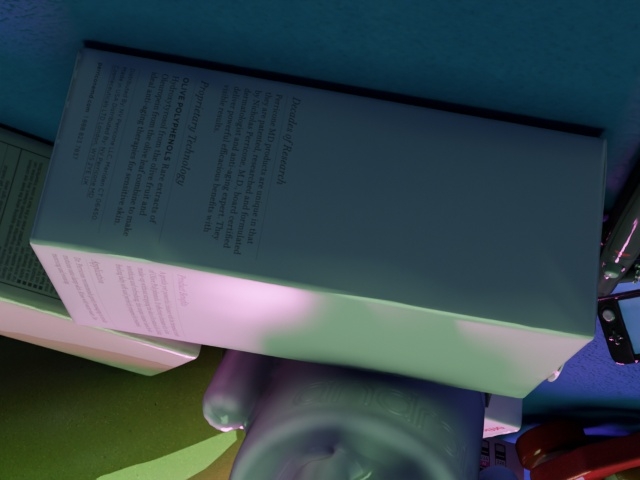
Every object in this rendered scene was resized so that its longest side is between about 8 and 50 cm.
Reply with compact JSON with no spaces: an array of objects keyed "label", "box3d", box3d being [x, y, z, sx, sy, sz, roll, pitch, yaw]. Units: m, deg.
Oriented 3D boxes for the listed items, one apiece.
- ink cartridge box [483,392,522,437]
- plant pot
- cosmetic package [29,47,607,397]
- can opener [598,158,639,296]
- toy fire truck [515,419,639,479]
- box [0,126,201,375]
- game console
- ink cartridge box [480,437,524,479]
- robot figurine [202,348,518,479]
[{"label":"ink cartridge box","box3d":[0.142,0.185,1.233,0.175,0.072,0.127,19,156,-22]},{"label":"plant pot","box3d":[-0.176,0.183,1.047,0.293,0.275,0.275,-21,146,25]},{"label":"cosmetic package","box3d":[0.000,0.000,0.734,0.365,0.155,0.197,9,159,-2]},{"label":"can opener","box3d":[0.226,-0.009,0.751,0.073,0.059,0.186,9,158,1]},{"label":"toy fire truck","box3d":[0.433,0.326,1.391,0.254,0.169,0.302,-32,140,24]},{"label":"box","box3d":[-0.251,0.002,0.853,0.311,0.148,0.121,21,155,-24]},{"label":"game console","box3d":[0.280,0.061,0.881,0.071,0.107,0.122,-18,-179,-43]},{"label":"ink cartridge box","box3d":[0.128,0.344,1.454,0.309,0.272,0.130,15,127,-3]},{"label":"robot figurine","box3d":[0.042,0.180,0.882,0.300,0.353,0.200,32,115,-3]}]
